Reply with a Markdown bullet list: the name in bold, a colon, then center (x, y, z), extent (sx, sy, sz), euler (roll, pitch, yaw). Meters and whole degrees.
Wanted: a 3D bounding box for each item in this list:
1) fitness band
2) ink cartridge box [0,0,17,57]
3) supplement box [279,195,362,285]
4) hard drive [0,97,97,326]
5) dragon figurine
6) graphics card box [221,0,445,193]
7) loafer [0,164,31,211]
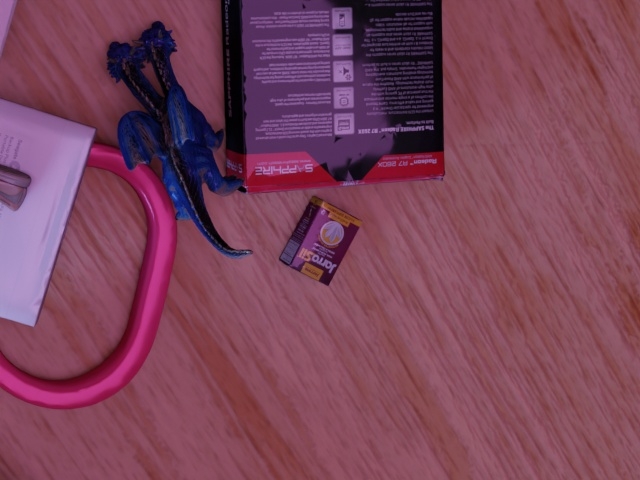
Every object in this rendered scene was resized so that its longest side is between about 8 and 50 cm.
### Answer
- **fitness band**: center (-0.266, 0.037, 1.561), extent (0.209, 0.054, 0.290), euler (12, 96, -21)
- **ink cartridge box**: center (-0.300, -0.290, 1.394), extent (0.060, 0.239, 0.275), euler (15, 94, -18)
- **supplement box**: center (0.000, 0.000, 1.636), extent (0.055, 0.043, 0.083), euler (27, 91, -20)
- **hard drive**: center (-0.408, -0.061, 1.467), extent (0.319, 0.040, 0.210), euler (17, 94, -6)
- **dragon figurine**: center (-0.151, -0.099, 1.493), extent (0.085, 0.289, 0.144), euler (-27, 137, 12)
- **graphics card box**: center (0.011, -0.244, 1.574), extent (0.233, 0.094, 0.370), euler (-5, 101, -16)
- **loafer**: center (-0.347, -0.063, 1.430), extent (0.125, 0.045, 0.039), euler (18, 100, -9)
